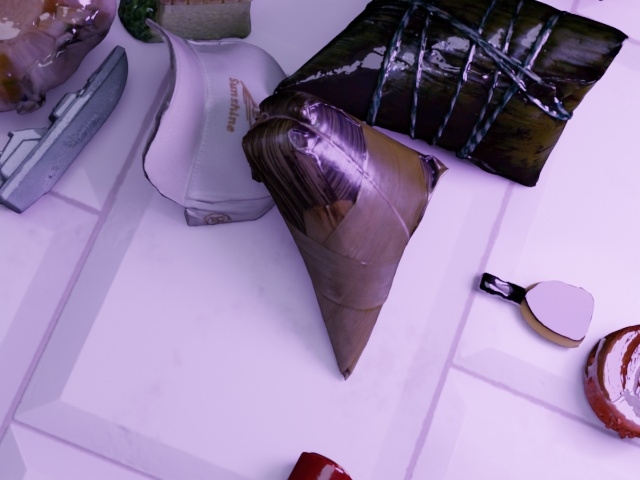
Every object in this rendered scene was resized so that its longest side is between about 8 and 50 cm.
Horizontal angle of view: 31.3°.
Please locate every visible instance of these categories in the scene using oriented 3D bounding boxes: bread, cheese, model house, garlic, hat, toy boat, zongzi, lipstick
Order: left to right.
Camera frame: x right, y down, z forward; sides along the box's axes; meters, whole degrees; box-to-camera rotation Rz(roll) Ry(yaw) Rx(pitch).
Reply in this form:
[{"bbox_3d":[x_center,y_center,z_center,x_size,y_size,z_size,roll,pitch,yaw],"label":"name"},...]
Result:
[{"bbox_3d":[-0.417,-0.315,1.407,0.322,0.241,0.321,4,81,-25],"label":"garlic"},{"bbox_3d":[-0.333,-0.152,1.468,0.085,0.078,0.260,40,74,-16],"label":"toy boat"},{"bbox_3d":[-0.174,-0.393,1.504,0.195,0.189,0.214,-2,78,-15],"label":"model house"},{"bbox_3d":[-0.122,-0.169,1.432,0.168,0.301,0.257,-6,78,10],"label":"hat"},{"bbox_3d":[-0.047,0.377,1.405,0.080,0.080,0.241,32,73,-3],"label":"lipstick"},{"bbox_3d":[0.000,0.000,1.417,0.289,0.154,0.317,22,80,-45],"label":"zongzi"},{"bbox_3d":[0.141,-0.213,1.491,0.383,0.319,0.362,39,56,18],"label":"zongzi"},{"bbox_3d":[0.294,0.084,1.568,0.163,0.036,0.086,22,76,-6],"label":"cheese"},{"bbox_3d":[0.436,0.192,1.555,0.161,0.073,0.160,3,77,-15],"label":"bread"}]
